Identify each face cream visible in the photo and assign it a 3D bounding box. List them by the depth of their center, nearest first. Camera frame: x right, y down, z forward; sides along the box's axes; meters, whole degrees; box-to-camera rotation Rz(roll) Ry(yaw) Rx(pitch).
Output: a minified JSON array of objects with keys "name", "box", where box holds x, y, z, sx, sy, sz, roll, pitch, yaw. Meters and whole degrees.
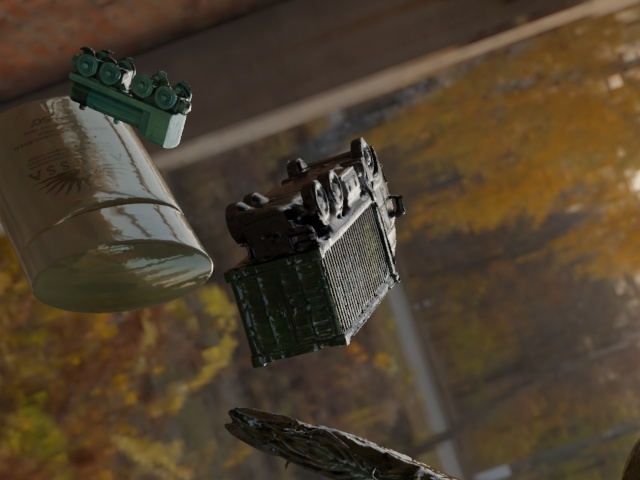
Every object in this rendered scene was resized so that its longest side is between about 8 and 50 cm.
[{"name":"face cream","box":[-0.242,-0.039,1.696,0.348,0.173,0.081,-125,-154,-53]}]

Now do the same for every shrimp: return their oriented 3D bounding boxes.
[{"name":"shrimp","box":[0.039,0.242,1.751,0.169,0.296,0.058,-103,-149,-87]}]

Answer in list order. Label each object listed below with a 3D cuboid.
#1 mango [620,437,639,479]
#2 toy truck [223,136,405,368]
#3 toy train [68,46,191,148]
[{"name":"mango","box":[0.206,0.146,0.865,0.195,0.092,0.130,95,-6,-66]},{"name":"toy truck","box":[0.000,0.000,1.340,0.259,0.088,0.121,-45,119,-70]},{"name":"toy train","box":[-0.125,-0.094,1.081,0.029,0.092,0.045,-17,127,-63]}]
